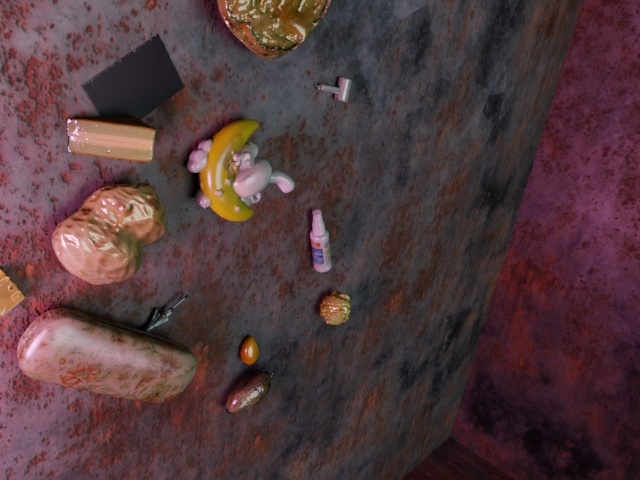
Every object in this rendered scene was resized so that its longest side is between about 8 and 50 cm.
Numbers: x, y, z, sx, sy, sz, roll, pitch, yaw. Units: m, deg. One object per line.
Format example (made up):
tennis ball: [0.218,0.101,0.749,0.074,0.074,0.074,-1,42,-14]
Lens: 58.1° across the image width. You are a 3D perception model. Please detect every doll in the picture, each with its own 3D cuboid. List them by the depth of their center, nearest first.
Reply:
doll: [-0.194,-0.160,1.378,0.252,0.111,0.237,-40,123,-28]

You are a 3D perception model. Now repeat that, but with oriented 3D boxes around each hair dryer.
hair dryer: [0.031,-0.415,1.560,0.124,0.038,0.063,-2,112,-43]

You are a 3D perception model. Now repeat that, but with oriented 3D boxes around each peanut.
peanut: [-0.420,-0.017,1.180,0.233,0.110,0.196,-53,139,-14]

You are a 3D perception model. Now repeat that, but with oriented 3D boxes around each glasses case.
glasses case: [-0.461,0.269,1.299,0.156,0.098,0.425,-55,137,2]

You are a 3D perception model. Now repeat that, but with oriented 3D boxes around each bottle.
bottle: [0.000,0.000,1.764,0.060,0.060,0.217,-35,137,-33]

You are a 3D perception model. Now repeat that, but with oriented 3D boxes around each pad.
pad: [-0.367,-0.307,1.151,0.190,0.004,0.127,-46,142,-23]

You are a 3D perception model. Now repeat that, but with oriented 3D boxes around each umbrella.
umbrella: [-0.424,0.216,1.391,0.269,0.044,0.044,-42,96,-25]

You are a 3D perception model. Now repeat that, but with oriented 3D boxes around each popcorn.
popcorn: [0.047,0.227,1.945,0.106,0.121,0.116,-4,92,-10]

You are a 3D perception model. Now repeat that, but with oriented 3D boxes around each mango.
mango: [-0.212,0.329,1.728,0.060,0.046,0.089,-11,107,-51]

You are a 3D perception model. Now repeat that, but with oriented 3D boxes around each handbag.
handbag: [-0.608,0.098,1.092,0.061,0.027,0.083,-45,144,-25]

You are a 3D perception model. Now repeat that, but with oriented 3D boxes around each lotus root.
lotus root: [-0.220,0.462,1.769,0.179,0.089,0.080,-36,95,-27]

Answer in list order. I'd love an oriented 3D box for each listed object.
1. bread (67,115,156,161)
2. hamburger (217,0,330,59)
bread: [-0.402,-0.193,1.108,0.139,0.084,0.074,-12,124,-45]
hamburger: [-0.103,-0.534,1.228,0.265,0.134,0.285,-55,139,1]
